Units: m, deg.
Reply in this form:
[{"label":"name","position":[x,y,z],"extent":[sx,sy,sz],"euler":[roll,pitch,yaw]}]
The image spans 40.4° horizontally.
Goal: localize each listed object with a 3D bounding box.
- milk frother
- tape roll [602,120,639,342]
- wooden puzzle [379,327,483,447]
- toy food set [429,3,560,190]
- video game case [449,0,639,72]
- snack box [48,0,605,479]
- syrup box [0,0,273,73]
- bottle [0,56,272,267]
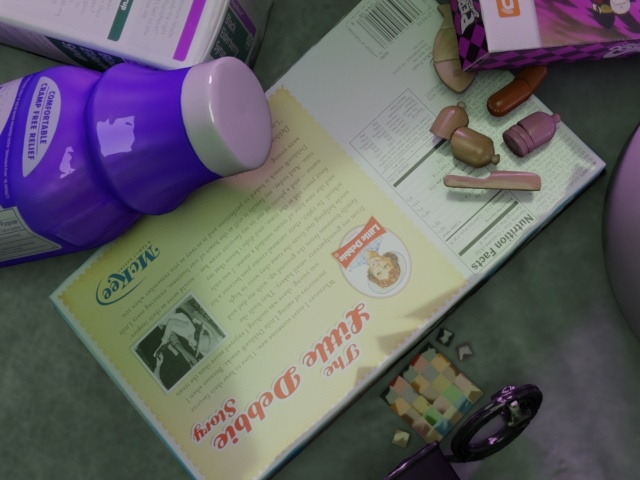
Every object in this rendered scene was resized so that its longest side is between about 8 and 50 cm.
[{"label":"milk frother","position":[0.101,0.173,0.503],"extent":[0.143,0.129,0.134],"euler":[-40,75,10]},{"label":"tape roll","position":[0.288,-0.013,0.469],"extent":[0.246,0.169,0.246],"euler":[-1,84,10]},{"label":"wooden puzzle","position":[0.074,0.102,0.577],"extent":[0.049,0.006,0.083],"euler":[43,92,11]},{"label":"toy food set","position":[0.105,-0.085,0.526],"extent":[0.078,0.019,0.122],"euler":[3,73,8]},{"label":"video game case","position":[0.176,-0.216,0.527],"extent":[0.232,0.042,0.210],"euler":[-8,85,-16]},{"label":"snack box","position":[0.000,0.000,0.574],"extent":[0.322,0.060,0.187],"euler":[-43,78,3]},{"label":"syrup box","position":[-0.163,-0.173,0.604],"extent":[0.237,0.093,0.096],"euler":[19,87,11]},{"label":"bottle","position":[-0.167,-0.049,0.554],"extent":[0.283,0.092,0.118],"euler":[-10,65,27]}]
